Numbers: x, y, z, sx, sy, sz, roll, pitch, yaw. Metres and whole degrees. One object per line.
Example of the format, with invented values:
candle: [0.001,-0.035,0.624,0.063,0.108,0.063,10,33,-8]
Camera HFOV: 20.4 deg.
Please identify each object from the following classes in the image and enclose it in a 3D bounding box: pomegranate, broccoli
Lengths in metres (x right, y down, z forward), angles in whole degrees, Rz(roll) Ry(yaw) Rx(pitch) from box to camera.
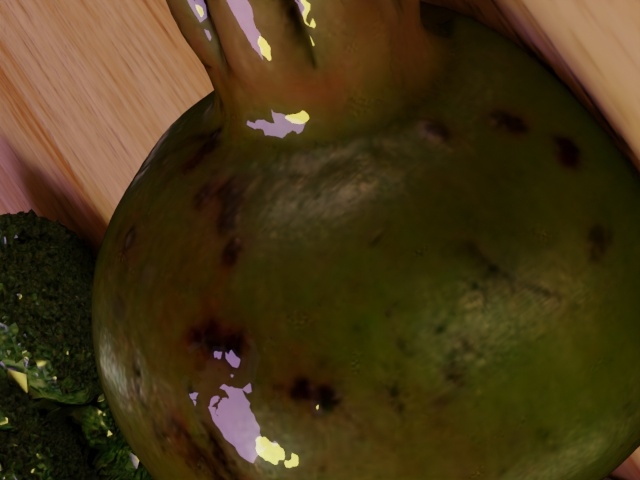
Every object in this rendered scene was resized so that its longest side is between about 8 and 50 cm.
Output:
pomegranate: [0.009,0.011,0.570,0.190,0.159,0.241,47,155,25]
broccoli: [-0.234,0.117,1.230,0.308,0.275,0.307,174,90,-79]

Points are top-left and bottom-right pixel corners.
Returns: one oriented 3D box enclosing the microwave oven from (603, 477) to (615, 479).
microwave oven: [0.028,0.201,0.707,0.194,0.240,0.145,19,140,62]
